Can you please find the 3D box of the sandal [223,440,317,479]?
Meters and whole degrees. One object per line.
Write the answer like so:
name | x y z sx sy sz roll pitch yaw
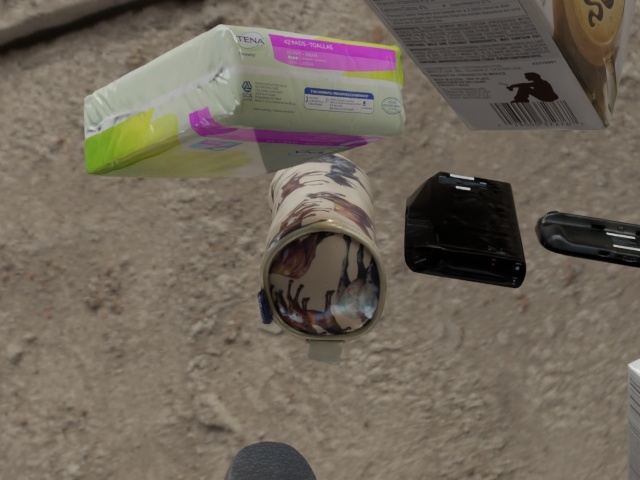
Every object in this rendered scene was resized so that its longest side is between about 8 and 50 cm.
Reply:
sandal | -0.049 0.296 0.972 0.097 0.254 0.054 15 126 -17

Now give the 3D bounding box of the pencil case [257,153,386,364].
pencil case | 0.000 0.000 1.408 0.160 0.410 0.183 15 108 -6

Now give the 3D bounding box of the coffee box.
coffee box | 0.107 -0.216 0.677 0.119 0.297 0.168 4 67 35

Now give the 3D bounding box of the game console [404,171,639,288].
game console | 0.279 0.000 1.218 0.361 0.213 0.044 9 118 2

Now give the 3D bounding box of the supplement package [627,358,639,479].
supplement package | 0.468 0.217 1.153 0.149 0.194 0.203 -129 22 -52

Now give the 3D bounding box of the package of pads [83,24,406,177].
package of pads | -0.080 -0.135 1.070 0.296 0.229 0.101 -11 83 50
